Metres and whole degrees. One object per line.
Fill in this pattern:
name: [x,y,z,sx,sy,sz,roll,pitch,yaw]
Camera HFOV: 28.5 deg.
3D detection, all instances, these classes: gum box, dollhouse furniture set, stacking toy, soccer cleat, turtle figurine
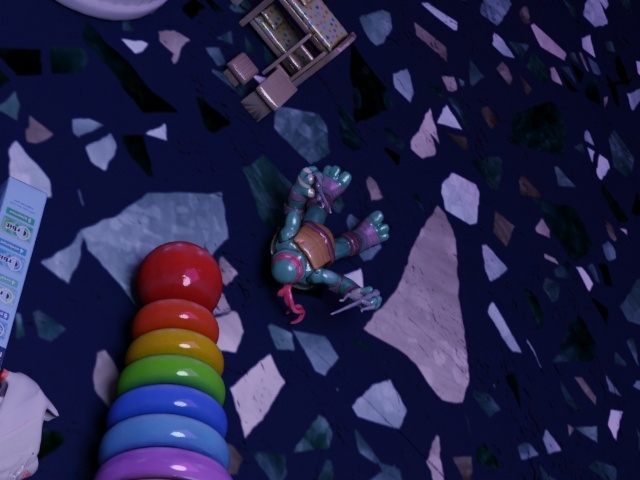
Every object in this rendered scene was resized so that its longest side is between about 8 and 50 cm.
gum box: [-0.308,0.057,1.087,0.041,0.157,0.184,28,50,-29]
dollhouse furniture set: [-0.070,-0.270,1.549,0.182,0.101,0.161,50,42,-9]
stacking toy: [-0.146,0.144,1.228,0.141,0.141,0.330,27,43,-30]
soccer cleat: [-0.286,0.198,1.094,0.076,0.068,0.196,42,41,-21]
turtle figurine: [0.000,0.000,1.447,0.175,0.118,0.234,66,24,-13]

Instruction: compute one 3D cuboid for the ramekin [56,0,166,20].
ramekin: [-0.245,-0.398,1.441,0.273,0.127,0.272,23,53,-34]
